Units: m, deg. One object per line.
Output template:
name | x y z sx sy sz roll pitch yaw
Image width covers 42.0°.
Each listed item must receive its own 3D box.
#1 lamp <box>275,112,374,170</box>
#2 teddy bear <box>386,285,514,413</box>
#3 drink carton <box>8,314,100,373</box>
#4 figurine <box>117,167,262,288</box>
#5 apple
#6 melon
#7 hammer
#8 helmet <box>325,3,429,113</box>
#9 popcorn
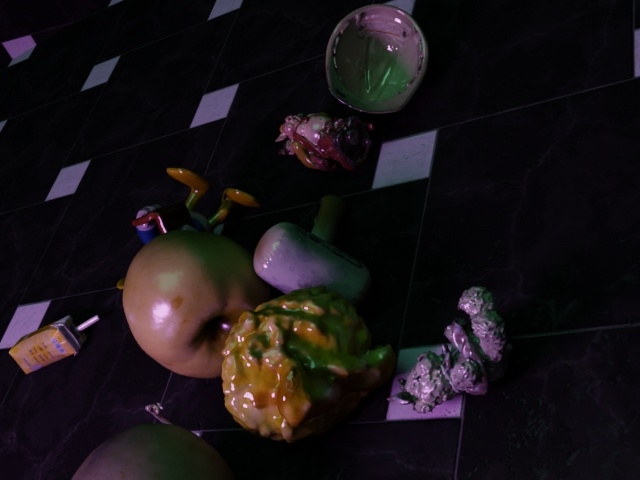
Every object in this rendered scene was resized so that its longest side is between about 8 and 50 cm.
lamp | -0.011 -0.208 1.688 0.253 0.118 0.118 18 66 46
teddy bear | 0.201 0.173 1.178 0.213 0.111 0.133 -53 11 24
drink carton | -0.557 0.213 1.767 0.200 0.084 0.074 -24 19 22
figurine | -0.274 0.028 1.624 0.205 0.283 0.338 19 83 5
apple | -0.211 0.101 1.438 0.262 0.262 0.262 -22 42 22
melon | -0.247 0.403 1.189 0.272 0.271 0.308 -1 22 39
hammer | 0.000 0.000 1.463 0.113 0.202 0.305 -50 13 30
helmet | 0.107 -0.336 1.694 0.204 0.137 0.257 16 68 3
popcorn | -0.018 0.189 1.257 0.252 0.206 0.237 6 39 22
